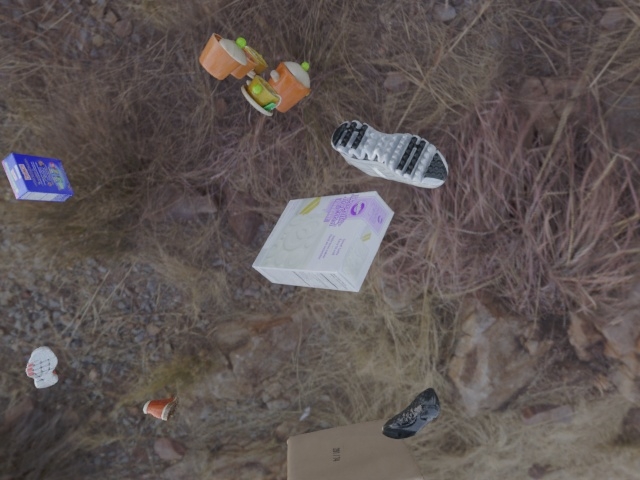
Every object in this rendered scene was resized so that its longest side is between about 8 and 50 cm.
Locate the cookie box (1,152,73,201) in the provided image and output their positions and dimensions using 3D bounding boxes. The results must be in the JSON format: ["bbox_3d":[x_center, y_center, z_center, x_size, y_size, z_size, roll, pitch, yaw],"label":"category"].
[{"bbox_3d":[-0.591,-0.131,0.963,0.040,0.107,0.092,-30,80,20],"label":"cookie box"}]

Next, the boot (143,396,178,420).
[{"bbox_3d":[-0.483,0.503,1.395,0.084,0.059,0.158,12,166,-1],"label":"boot"}]

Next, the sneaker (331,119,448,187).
[{"bbox_3d":[0.167,-0.192,1.089,0.292,0.110,0.118,28,164,26],"label":"sneaker"}]

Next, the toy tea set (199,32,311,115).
[{"bbox_3d":[-0.123,-0.383,1.004,0.124,0.336,0.200,-42,98,20],"label":"toy tea set"}]

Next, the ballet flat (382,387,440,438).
[{"bbox_3d":[0.185,0.359,0.934,0.057,0.049,0.173,29,128,-12],"label":"ballet flat"}]

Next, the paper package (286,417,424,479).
[{"bbox_3d":[0.078,0.591,1.108,0.309,0.325,0.168,-10,92,-3],"label":"paper package"}]

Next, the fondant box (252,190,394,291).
[{"bbox_3d":[0.000,0.000,1.197,0.330,0.238,0.096,1,145,46],"label":"fondant box"}]

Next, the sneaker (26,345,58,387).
[{"bbox_3d":[-0.638,0.277,1.044,0.061,0.065,0.158,-10,143,-36],"label":"sneaker"}]
